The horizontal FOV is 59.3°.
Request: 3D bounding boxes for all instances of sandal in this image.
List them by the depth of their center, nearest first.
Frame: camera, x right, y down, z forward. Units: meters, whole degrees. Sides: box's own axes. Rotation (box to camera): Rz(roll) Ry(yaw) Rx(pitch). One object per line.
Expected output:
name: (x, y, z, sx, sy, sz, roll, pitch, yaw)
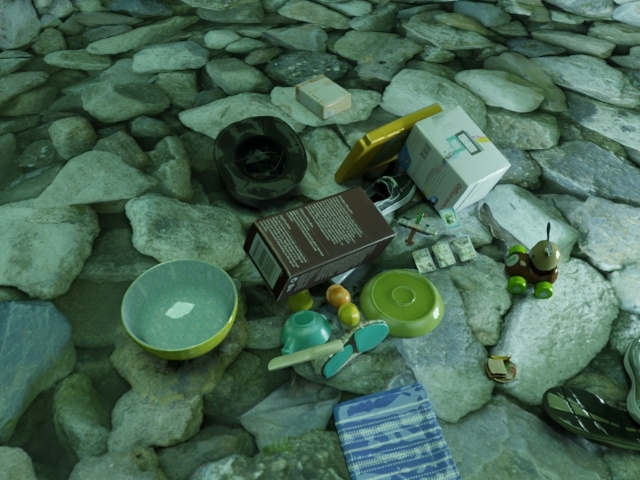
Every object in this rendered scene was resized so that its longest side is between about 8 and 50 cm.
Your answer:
sandal: (0.659, 0.437, 1.313, 0.302, 0.086, 0.120, 21, 43, -1)

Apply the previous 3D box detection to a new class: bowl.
bowl: (-0.352, 0.203, 1.459, 0.289, 0.156, 0.290, 0, 47, 0)

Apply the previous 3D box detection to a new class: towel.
towel: (0.182, 0.496, 1.275, 0.243, 0.040, 0.336, -11, 48, -10)

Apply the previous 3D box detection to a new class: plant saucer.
plant saucer: (0.231, 0.165, 1.586, 0.240, 0.037, 0.241, 0, 48, 0)

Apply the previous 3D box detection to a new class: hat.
hat: (-0.199, -0.258, 1.907, 0.331, 0.134, 0.331, 1, 66, -2)

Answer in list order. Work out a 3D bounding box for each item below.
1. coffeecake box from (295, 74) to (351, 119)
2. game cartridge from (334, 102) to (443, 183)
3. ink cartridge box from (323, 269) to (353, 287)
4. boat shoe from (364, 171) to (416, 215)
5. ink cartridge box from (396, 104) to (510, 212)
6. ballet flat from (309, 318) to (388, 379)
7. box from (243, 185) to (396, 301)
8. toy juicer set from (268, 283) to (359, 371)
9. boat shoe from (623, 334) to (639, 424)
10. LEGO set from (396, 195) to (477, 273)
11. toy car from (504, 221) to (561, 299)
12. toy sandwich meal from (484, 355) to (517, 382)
coffeecake box: (0.009, -0.577, 2.252, 0.142, 0.068, 0.185, -30, 54, -25)
game cartridge: (0.223, -0.319, 1.881, 0.323, 0.285, 0.053, -29, 81, -24)
ink cartridge box: (0.044, 0.012, 1.677, 0.189, 0.066, 0.232, 42, 61, 9)
boat shoe: (0.213, -0.160, 1.842, 0.301, 0.102, 0.108, -33, 56, -28)
ink cartridge box: (0.424, -0.253, 1.823, 0.197, 0.198, 0.270, -26, 70, -25)
ballet flat: (0.069, 0.267, 1.461, 0.241, 0.091, 0.077, -28, 31, -29)
box: (0.000, 0.000, 1.550, 0.381, 0.143, 0.191, -21, 66, -33)
toy juicer set: (-0.003, 0.233, 1.450, 0.209, 0.090, 0.329, -3, 32, 9)
boat shoe: (0.818, 0.324, 1.372, 0.118, 0.103, 0.320, 28, 37, 17)
LEGO set: (0.350, -0.018, 1.743, 0.182, 0.060, 0.244, -18, 62, -1)
toy car: (0.618, 0.045, 1.599, 0.148, 0.188, 0.155, 11, 48, 9)
toy sandwich meal: (0.464, 0.326, 1.443, 0.085, 0.029, 0.086, 0, 47, 0)
